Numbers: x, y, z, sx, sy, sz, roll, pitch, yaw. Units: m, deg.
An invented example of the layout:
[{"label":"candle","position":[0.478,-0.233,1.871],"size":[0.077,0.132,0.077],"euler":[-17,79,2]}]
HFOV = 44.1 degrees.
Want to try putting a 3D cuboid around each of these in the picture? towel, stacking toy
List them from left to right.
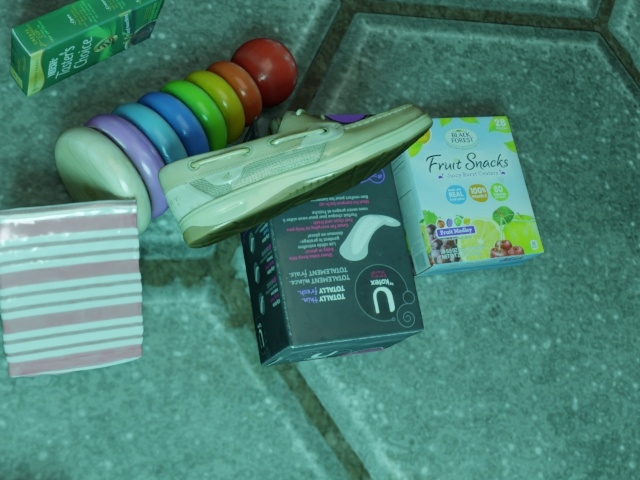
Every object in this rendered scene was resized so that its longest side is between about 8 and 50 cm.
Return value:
[{"label":"towel","position":[-0.263,0.051,0.834],"size":[0.144,0.029,0.197],"euler":[-6,114,-22]},{"label":"stacking toy","position":[-0.147,-0.144,0.954],"size":[0.141,0.141,0.330],"euler":[50,58,0]}]

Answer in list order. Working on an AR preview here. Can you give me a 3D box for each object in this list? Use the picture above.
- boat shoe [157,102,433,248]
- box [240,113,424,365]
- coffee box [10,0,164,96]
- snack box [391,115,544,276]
[{"label":"boat shoe","position":[-0.021,-0.093,0.835],"size":[0.302,0.109,0.098],"euler":[-25,82,-16]},{"label":"box","position":[0.000,0.000,0.946],"size":[0.165,0.143,0.270],"euler":[-4,74,-19]},{"label":"coffee box","position":[-0.278,-0.245,0.941],"size":[0.184,0.113,0.040],"euler":[-35,90,-28]},{"label":"snack box","position":[0.193,-0.064,1.084],"size":[0.174,0.070,0.207],"euler":[-6,73,-22]}]
